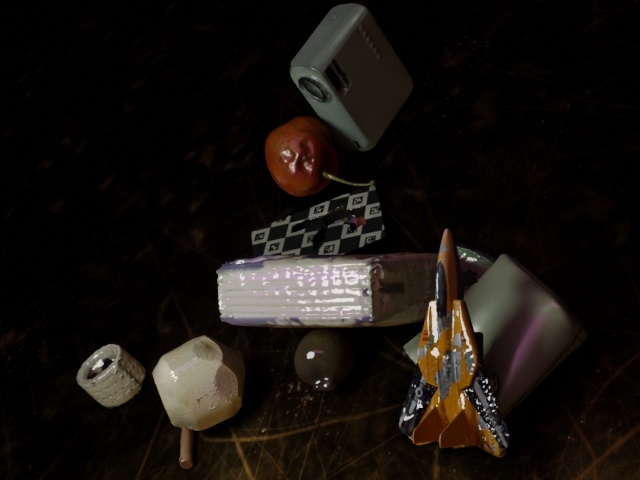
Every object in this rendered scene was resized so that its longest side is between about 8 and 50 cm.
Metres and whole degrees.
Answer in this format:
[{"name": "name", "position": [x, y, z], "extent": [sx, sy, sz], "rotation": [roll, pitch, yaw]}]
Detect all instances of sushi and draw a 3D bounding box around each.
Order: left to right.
[{"name": "sushi", "position": [0.000, 0.000, 1.937], "extent": [0.280, 0.043, 0.192], "rotation": [-23, 37, 11]}]

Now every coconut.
[{"name": "coconut", "position": [-0.209, 0.254, 1.755], "extent": [0.162, 0.161, 0.161], "rotation": [-21, 35, -8]}]

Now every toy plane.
[{"name": "toy plane", "position": [0.195, 0.144, 1.413], "extent": [0.204, 0.103, 0.316], "rotation": [-4, 79, 48]}]

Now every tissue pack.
[{"name": "tissue pack", "position": [0.027, 0.084, 1.653], "extent": [0.344, 0.242, 0.125], "rotation": [-2, 88, 39]}]

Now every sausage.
[{"name": "sausage", "position": [-0.241, 0.361, 1.774], "extent": [0.026, 0.026, 0.116], "rotation": [-25, 37, 18]}]

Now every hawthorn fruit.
[{"name": "hawthorn fruit", "position": [0.003, -0.146, 2.036], "extent": [0.165, 0.165, 0.285], "rotation": [-45, 54, -9]}]

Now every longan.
[{"name": "longan", "position": [0.007, 0.207, 1.667], "extent": [0.106, 0.106, 0.119], "rotation": [-21, 50, 23]}]

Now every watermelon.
[{"name": "watermelon", "position": [0.250, 0.048, 1.671], "extent": [0.180, 0.081, 0.094], "rotation": [1, 77, 48]}]

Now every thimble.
[{"name": "thimble", "position": [-0.421, 0.274, 1.970], "extent": [0.115, 0.090, 0.102], "rotation": [-18, 38, 29]}]

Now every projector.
[{"name": "projector", "position": [0.066, -0.342, 2.075], "extent": [0.108, 0.250, 0.198], "rotation": [9, 57, 45]}]

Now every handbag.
[{"name": "handbag", "position": [0.235, 0.179, 1.497], "extent": [0.315, 0.109, 0.241], "rotation": [-42, 36, 2]}]
